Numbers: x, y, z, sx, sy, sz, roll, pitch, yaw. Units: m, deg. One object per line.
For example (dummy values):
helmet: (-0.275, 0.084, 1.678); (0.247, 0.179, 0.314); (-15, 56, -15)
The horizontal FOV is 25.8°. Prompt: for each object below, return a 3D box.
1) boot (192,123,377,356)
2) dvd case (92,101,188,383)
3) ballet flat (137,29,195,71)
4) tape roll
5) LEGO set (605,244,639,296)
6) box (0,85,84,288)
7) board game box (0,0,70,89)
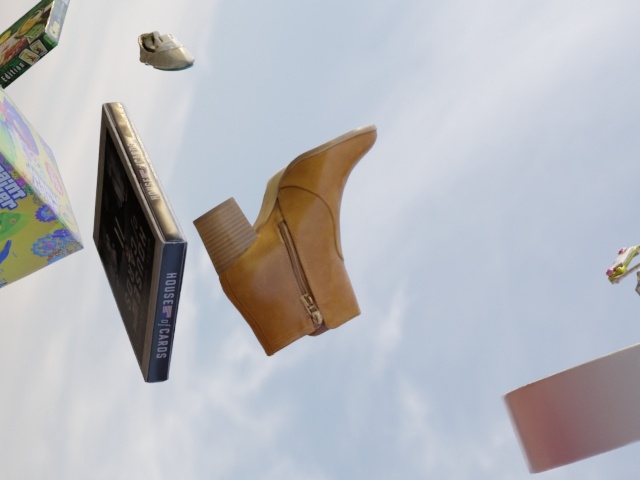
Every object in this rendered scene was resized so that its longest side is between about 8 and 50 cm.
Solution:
boot: (0.000, 0.000, 1.760); (0.211, 0.295, 0.104); (58, -24, -3)
dvd case: (-0.186, -0.001, 1.403); (0.238, 0.030, 0.179); (-119, -149, -46)
ballet flat: (-0.231, -0.276, 2.020); (0.168, 0.057, 0.052); (20, -53, 61)
tape roll: (0.355, 0.175, 1.589); (0.100, 0.286, 0.286); (71, -22, 11)
LEGO set: (0.442, 0.027, 1.695); (0.107, 0.287, 0.132); (-40, -110, 37)
box: (-0.480, -0.061, 1.659); (0.290, 0.279, 0.177); (63, 3, -57)
board game box: (-0.433, -0.219, 1.820); (0.260, 0.030, 0.136); (-35, -153, 20)
